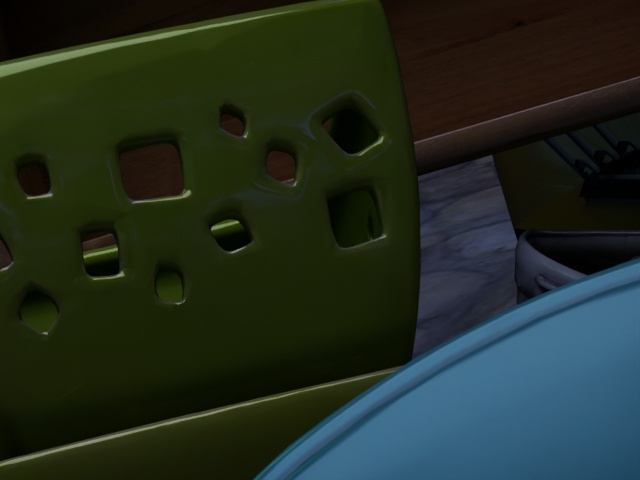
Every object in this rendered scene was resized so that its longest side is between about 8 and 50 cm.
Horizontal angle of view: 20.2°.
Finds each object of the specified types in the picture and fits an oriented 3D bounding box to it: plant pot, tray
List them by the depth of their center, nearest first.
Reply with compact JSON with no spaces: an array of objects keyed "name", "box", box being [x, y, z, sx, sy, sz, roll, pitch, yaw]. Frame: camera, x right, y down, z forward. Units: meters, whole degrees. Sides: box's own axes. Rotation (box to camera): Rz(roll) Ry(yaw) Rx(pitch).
[{"name":"plant pot","box":[-0.061,0.047,0.814,0.227,0.207,0.228,-12,-24,-10]},{"name":"tray","box":[-0.005,-0.124,1.000,0.410,0.203,0.076,-16,-4,17]}]

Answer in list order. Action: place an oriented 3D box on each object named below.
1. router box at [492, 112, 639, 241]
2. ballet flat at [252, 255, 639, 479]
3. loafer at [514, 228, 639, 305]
[{"name":"router box","box":[0.218,-0.083,1.078,0.081,0.243,0.309,-23,12,-30]},{"name":"ballet flat","box":[0.203,0.042,0.459,0.482,0.164,0.182,-30,-33,6]},{"name":"loafer","box":[0.220,0.030,0.859,0.319,0.111,0.112,-7,15,43]}]
